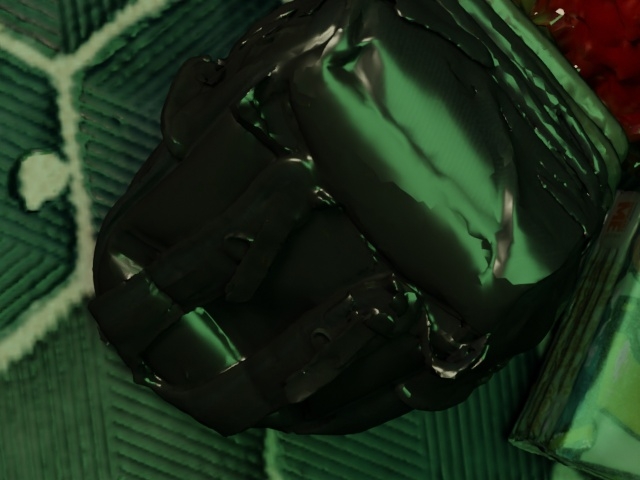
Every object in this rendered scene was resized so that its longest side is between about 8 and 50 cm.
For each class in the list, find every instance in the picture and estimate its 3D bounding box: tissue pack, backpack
[{"bbox_3d":[0.188,0.063,0.898,0.115,0.065,0.155,25,85,-20],"label":"tissue pack"},{"bbox_3d":[0.000,0.000,0.762,0.206,0.258,0.133,48,38,-6],"label":"backpack"}]

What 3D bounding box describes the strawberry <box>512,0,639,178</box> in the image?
[{"bbox_3d":[0.224,-0.156,0.793,0.277,0.257,0.257,-35,104,10],"label":"strawberry"}]
